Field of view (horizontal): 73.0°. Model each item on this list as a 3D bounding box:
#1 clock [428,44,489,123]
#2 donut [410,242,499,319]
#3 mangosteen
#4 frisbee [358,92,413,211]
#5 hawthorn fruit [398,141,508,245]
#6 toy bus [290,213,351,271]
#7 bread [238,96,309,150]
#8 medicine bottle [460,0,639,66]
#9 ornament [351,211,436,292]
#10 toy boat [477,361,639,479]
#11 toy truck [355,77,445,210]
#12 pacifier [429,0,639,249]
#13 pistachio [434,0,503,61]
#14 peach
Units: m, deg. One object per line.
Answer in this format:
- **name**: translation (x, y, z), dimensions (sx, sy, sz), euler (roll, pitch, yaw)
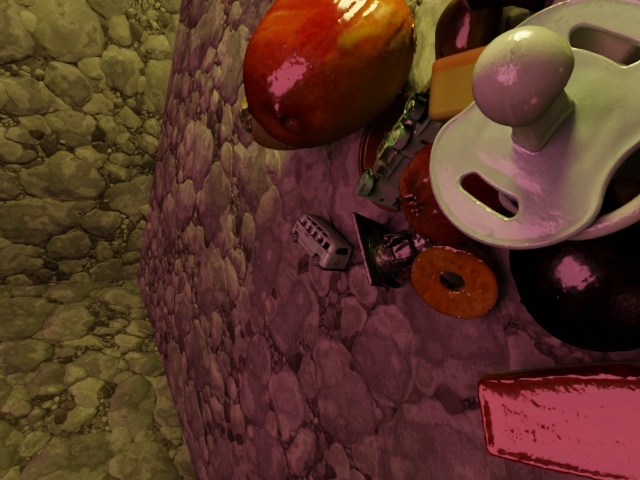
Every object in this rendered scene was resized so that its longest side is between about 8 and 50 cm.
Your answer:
- **clock**: translation (0.269, -0.214, 0.631), dimensions (0.143, 0.202, 0.096), euler (16, 105, 53)
- **donut**: translation (0.238, 0.064, 0.761), dimensions (0.151, 0.058, 0.152), euler (14, 121, 25)
- **mangosteen**: translation (0.360, 0.017, 0.522), dimensions (0.249, 0.211, 0.212), euler (-34, 62, 30)
- **frisbee**: translation (0.165, -0.188, 0.934), dimensions (0.250, 0.021, 0.251), euler (4, 94, 54)
- **hawthorn fruit**: translation (0.235, -0.090, 0.713), dimensions (0.179, 0.200, 0.179), euler (58, 165, 25)
- **toy bus**: translation (0.000, 0.000, 1.119), dimensions (0.194, 0.087, 0.089), euler (47, 120, 44)
- **bread**: translation (-0.078, -0.319, 1.088), dimensions (0.186, 0.257, 0.124), euler (50, 141, 14)
- **medicine bottle**: translation (0.299, -0.389, 0.554), dimensions (0.395, 0.242, 0.243), euler (49, 131, 17)
- **ornament**: translation (0.192, 0.002, 0.858), dimensions (0.195, 0.153, 0.167), euler (-21, 73, 28)
- **toy boat**: translation (0.383, 0.230, 0.558), dimensions (0.331, 0.133, 0.145), euler (-15, 73, 43)
- **toy truck**: translation (0.173, -0.179, 0.827), dimensions (0.135, 0.128, 0.260), euler (-89, 23, -47)
- **pacifier**: translation (0.223, -0.122, 0.428), dimensions (0.287, 0.225, 0.238), euler (-55, 53, 19)
- **pistachio**: translation (0.249, -0.362, 0.743), dimensions (0.110, 0.100, 0.190), euler (29, 115, 46)
- **peach**: translation (0.009, -0.351, 0.871), dimensions (0.372, 0.290, 0.373), euler (-11, 60, 20)
